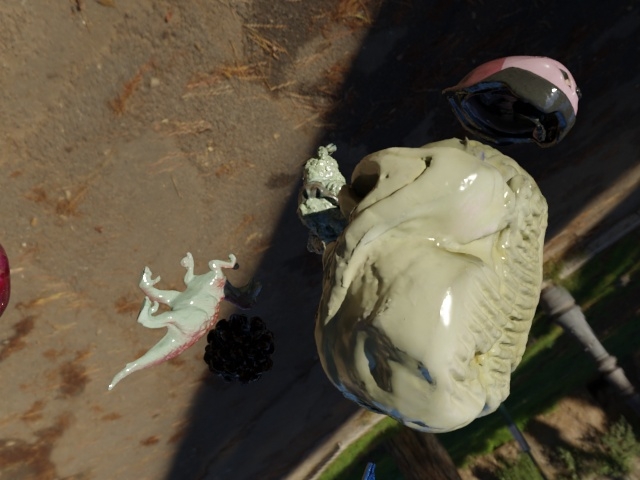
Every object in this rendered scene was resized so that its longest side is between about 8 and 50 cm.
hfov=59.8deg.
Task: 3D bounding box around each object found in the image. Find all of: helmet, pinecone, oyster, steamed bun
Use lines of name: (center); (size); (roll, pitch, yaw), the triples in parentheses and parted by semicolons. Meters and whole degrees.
helmet: (0.388, -0.286, 1.100); (0.154, 0.253, 0.198); (-51, 132, -1)
pinecone: (-0.144, 0.201, 1.042); (0.140, 0.140, 0.121); (-7, 158, -35)
oyster: (0.000, -0.001, 1.205); (0.037, 0.098, 0.100); (-46, 140, -26)
steamed bun: (0.120, 0.037, 0.676); (0.339, 0.247, 0.352); (11, 92, -57)

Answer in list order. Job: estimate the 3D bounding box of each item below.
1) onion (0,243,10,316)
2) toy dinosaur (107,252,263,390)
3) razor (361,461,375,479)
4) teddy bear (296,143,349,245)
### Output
onion: (-0.561, 0.061, 0.862); (0.177, 0.177, 0.153); (-34, 163, 11)
toy dinosaur: (-0.183, 0.111, 0.752); (0.053, 0.242, 0.167); (-18, 129, 44)
razor: (0.074, 0.617, 1.112); (0.093, 0.056, 0.324); (-15, 119, -74)
teddy bear: (0.001, -0.072, 0.977); (0.111, 0.213, 0.133); (-7, 156, -32)
